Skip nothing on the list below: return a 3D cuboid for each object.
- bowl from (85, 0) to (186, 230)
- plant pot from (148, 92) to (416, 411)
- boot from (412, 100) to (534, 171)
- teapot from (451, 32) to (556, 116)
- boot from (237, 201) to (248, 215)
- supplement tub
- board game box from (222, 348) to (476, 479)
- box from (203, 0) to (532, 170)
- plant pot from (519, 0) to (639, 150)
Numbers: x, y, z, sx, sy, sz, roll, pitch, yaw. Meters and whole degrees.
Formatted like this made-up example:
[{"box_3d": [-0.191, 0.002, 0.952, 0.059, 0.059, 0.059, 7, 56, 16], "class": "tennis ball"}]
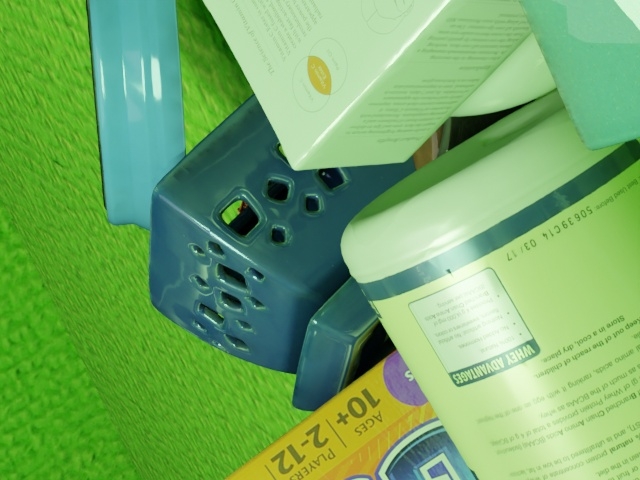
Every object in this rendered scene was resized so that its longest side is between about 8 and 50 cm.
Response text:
[{"box_3d": [-0.179, -0.199, 1.556, 0.391, 0.077, 0.391, 175, 90, -83], "class": "bowl"}, {"box_3d": [0.000, 0.000, 1.481, 0.212, 0.236, 0.236, 41, 156, 14], "class": "plant pot"}, {"box_3d": [0.042, -0.161, 1.329, 0.280, 0.096, 0.264, 38, 153, 45], "class": "boot"}, {"box_3d": [0.105, -0.196, 1.009, 0.252, 0.187, 0.256, -18, 83, 45], "class": "teapot"}, {"box_3d": [-0.066, -0.035, 1.803, 0.059, 0.085, 0.158, 20, 137, 63], "class": "boot"}, {"box_3d": [0.188, 0.074, 1.126, 0.325, 0.235, 0.235, 59, 161, -5], "class": "supplement tub"}, {"box_3d": [0.086, 0.322, 1.444, 0.356, 0.356, 0.356, 53, 179, 12], "class": "board game box"}, {"box_3d": [0.035, -0.139, 0.888, 0.170, 0.091, 0.130, -45, 63, 38], "class": "box"}, {"box_3d": [0.222, -0.166, 0.761, 0.234, 0.165, 0.165, -9, 114, 47], "class": "plant pot"}]
